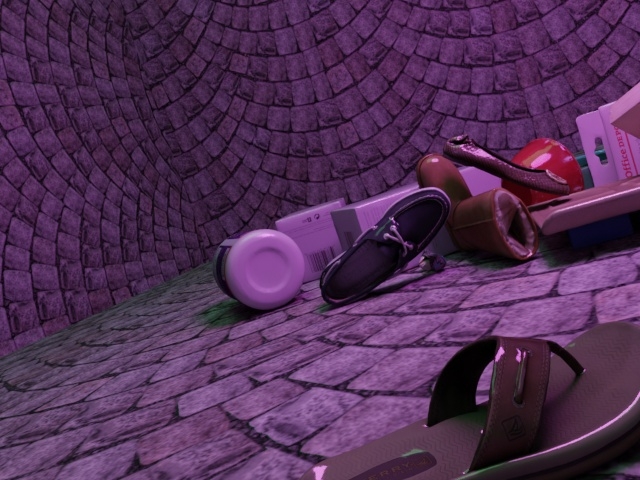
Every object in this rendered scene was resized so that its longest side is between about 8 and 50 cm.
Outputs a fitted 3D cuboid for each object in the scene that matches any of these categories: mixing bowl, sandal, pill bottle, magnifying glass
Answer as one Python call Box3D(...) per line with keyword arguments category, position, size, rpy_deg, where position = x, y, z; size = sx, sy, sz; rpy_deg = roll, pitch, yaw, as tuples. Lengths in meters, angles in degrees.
Box3D(category="mixing bowl", position=(0.452, -0.116, 1.270), size=(0.098, 0.181, 0.181), rpy_deg=(-23, 6, -22))
Box3D(category="sandal", position=(0.120, 0.120, 0.428), size=(0.303, 0.086, 0.120), rpy_deg=(-20, 5, -16))
Box3D(category="pill bottle", position=(-0.162, 0.066, 1.458), size=(0.182, 0.181, 0.323), rpy_deg=(-20, 5, -16))
Box3D(category="magnifying glass", position=(0.637, -0.197, 1.501), size=(0.231, 0.026, 0.092), rpy_deg=(-16, 6, 25))

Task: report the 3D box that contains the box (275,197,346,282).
Box3D(category="box", position=(0.000, 0.000, 1.590), size=(0.181, 0.181, 0.119), rpy_deg=(-18, 6, 10))

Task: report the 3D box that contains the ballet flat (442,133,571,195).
Box3D(category="ballet flat", position=(0.356, -0.145, 1.141), size=(0.250, 0.058, 0.084), rpy_deg=(23, 14, 17))

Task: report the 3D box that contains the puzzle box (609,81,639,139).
Box3D(category="puzzle box", position=(0.734, -0.272, 0.985), size=(0.272, 0.052, 0.409), rpy_deg=(22, -33, -14))

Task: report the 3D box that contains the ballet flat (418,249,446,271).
Box3D(category="ballet flat", position=(0.218, 0.042, 1.202), size=(0.041, 0.041, 0.114), rpy_deg=(-18, 4, -4))

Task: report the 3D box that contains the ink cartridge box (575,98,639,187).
Box3D(category="ink cartridge box", position=(0.736, -0.225, 1.277), size=(0.354, 0.207, 0.119), rpy_deg=(-15, 4, 38))

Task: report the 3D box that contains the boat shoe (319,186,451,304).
Box3D(category="boat shoe", position=(0.124, 0.020, 1.132), size=(0.302, 0.114, 0.091), rpy_deg=(-45, 6, 15))

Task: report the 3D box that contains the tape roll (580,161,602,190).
Box3D(category="tape roll", position=(0.574, -0.130, 1.574), size=(0.322, 0.077, 0.321), rpy_deg=(-17, 6, 2))

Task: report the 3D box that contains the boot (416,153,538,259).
Box3D(category="boot", position=(0.291, -0.076, 1.134), size=(0.089, 0.236, 0.269), rpy_deg=(-32, 3, -4))

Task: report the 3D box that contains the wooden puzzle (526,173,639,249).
Box3D(category="wooden puzzle", position=(0.534, -0.061, 1.028), size=(0.322, 0.080, 0.348), rpy_deg=(-16, 1, 16))

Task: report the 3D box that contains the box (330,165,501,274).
Box3D(category="box", position=(0.229, -0.049, 1.391), size=(0.346, 0.168, 0.215), rpy_deg=(-20, 5, -12))
